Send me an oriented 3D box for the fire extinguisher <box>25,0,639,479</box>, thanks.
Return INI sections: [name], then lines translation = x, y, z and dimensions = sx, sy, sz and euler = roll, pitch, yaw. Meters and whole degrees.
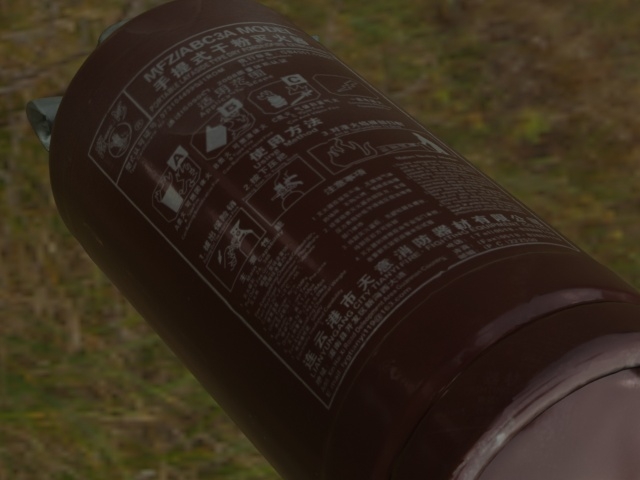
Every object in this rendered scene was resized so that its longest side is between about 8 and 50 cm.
[fire extinguisher]
translation = 0.000, 0.000, 0.534
dimensions = 0.105, 0.269, 0.105
euler = -16, 124, -25
